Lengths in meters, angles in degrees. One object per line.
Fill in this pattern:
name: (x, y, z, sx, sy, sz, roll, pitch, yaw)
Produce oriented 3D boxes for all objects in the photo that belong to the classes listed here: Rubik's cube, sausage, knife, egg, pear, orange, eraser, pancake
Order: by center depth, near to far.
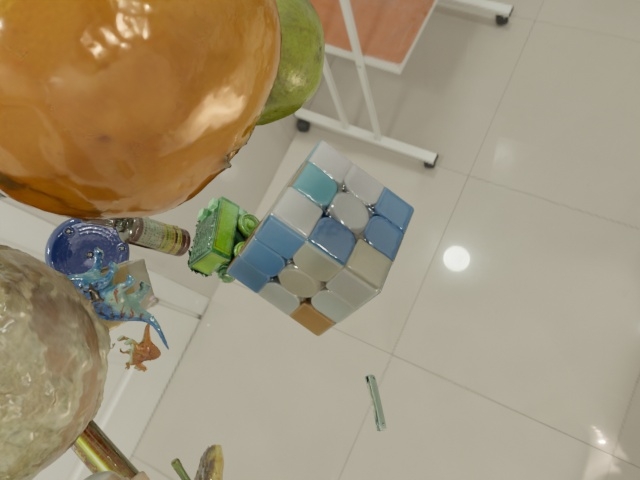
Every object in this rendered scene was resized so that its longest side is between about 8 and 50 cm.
orange: (-0.189, -0.169, 0.457, 0.312, 0.312, 0.312, -4, 71, 12)
egg: (-0.386, 0.147, 0.594, 0.279, 0.310, 0.279, -7, 28, 4)
pear: (-0.096, -0.268, 0.724, 0.212, 0.269, 0.212, 1, 99, 6)
sausage: (-0.484, 0.470, 1.134, 0.371, 0.082, 0.082, 33, 82, 26)
eraser: (-0.548, 0.155, 1.235, 0.078, 0.343, 0.144, -8, 101, 28)
pancake: (-0.334, 0.711, 1.379, 0.244, 0.057, 0.266, -48, 26, 27)
Rubik's cube: (0.000, 0.000, 1.460, 0.347, 0.344, 0.346, 34, 50, -7)
knife: (0.160, 0.474, 1.512, 0.023, 0.044, 0.162, -23, 67, 29)

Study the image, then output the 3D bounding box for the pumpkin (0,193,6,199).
pumpkin: (-0.714, -0.262, 1.058, 0.266, 0.363, 0.363, -26, 61, 48)

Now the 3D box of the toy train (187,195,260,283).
toy train: (-0.300, 0.002, 1.637, 0.159, 0.188, 0.272, -32, 41, 38)

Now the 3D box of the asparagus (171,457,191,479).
asparagus: (-0.268, 0.607, 1.181, 0.024, 0.025, 0.248, -38, 82, 12)

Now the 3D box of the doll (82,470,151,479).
doll: (-0.307, 0.381, 0.579, 0.278, 0.154, 0.119, -41, 83, -10)

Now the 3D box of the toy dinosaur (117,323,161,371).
toy dinosaur: (-0.532, 0.331, 1.552, 0.212, 0.142, 0.057, -28, 34, 25)

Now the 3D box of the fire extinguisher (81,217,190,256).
fire extinguisher: (-0.443, -0.015, 1.246, 0.106, 0.252, 0.075, -21, 67, 29)

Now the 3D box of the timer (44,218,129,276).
timer: (-0.886, 0.030, 1.893, 0.383, 0.270, 0.270, 10, 71, 54)

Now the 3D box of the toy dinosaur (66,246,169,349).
toy dinosaur: (-0.439, 0.106, 1.080, 0.329, 0.076, 0.144, 28, 82, -23)
